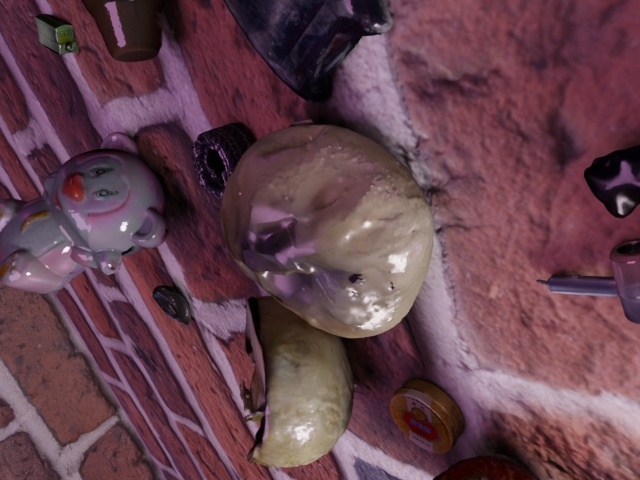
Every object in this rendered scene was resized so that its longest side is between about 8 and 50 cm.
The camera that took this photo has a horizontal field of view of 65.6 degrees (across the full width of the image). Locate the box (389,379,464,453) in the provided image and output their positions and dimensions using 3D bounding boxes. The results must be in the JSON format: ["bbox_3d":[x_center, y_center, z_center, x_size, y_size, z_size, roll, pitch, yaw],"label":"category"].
[{"bbox_3d":[0.150,0.249,0.707,0.105,0.037,0.106,27,135,31],"label":"box"}]

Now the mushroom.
[{"bbox_3d":[-0.035,0.198,0.771,0.267,0.163,0.190,-129,45,-70],"label":"mushroom"}]

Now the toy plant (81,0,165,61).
[{"bbox_3d":[-0.262,-0.343,0.652,0.142,0.105,0.201,8,106,61],"label":"toy plant"}]

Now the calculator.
[{"bbox_3d":[-0.046,-0.284,0.512,0.268,0.040,0.177,58,141,3],"label":"calculator"}]

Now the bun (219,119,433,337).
[{"bbox_3d":[-0.004,0.001,0.579,0.272,0.168,0.273,24,138,24],"label":"bun"}]

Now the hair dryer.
[{"bbox_3d":[0.245,0.035,0.445,0.114,0.037,0.063,-4,113,57],"label":"hair dryer"}]

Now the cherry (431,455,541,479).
[{"bbox_3d":[0.222,0.389,0.620,0.175,0.192,0.250,-121,5,-65],"label":"cherry"}]

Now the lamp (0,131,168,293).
[{"bbox_3d":[-0.422,-0.031,0.931,0.247,0.301,0.247,61,-173,25],"label":"lamp"}]

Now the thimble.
[{"bbox_3d":[-0.135,-0.113,0.715,0.095,0.066,0.105,13,124,40],"label":"thimble"}]

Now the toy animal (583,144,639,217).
[{"bbox_3d":[0.299,-0.081,0.245,0.324,0.090,0.195,2,126,57],"label":"toy animal"}]

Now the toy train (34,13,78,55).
[{"bbox_3d":[-0.488,-0.379,0.915,0.093,0.038,0.056,32,136,27],"label":"toy train"}]

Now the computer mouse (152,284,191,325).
[{"bbox_3d":[-0.337,0.145,1.151,0.079,0.047,0.135,16,140,32],"label":"computer mouse"}]
